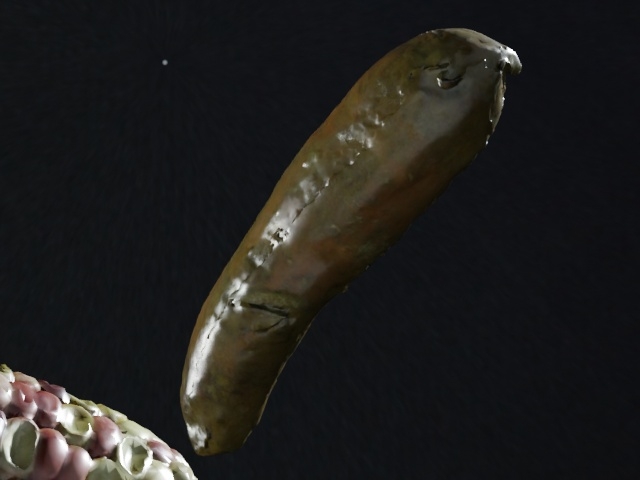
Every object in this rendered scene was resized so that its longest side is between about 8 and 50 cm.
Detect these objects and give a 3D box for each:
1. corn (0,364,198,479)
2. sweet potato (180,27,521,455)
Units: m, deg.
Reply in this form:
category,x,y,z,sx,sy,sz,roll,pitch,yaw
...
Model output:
category,x,y,z,sx,sy,sz,roll,pitch,yaw
corn,-0.166,0.056,0.526,0.290,0.098,0.098,24,-87,-20
sweet potato,0.000,0.000,0.964,0.075,0.075,0.273,35,-75,-7
